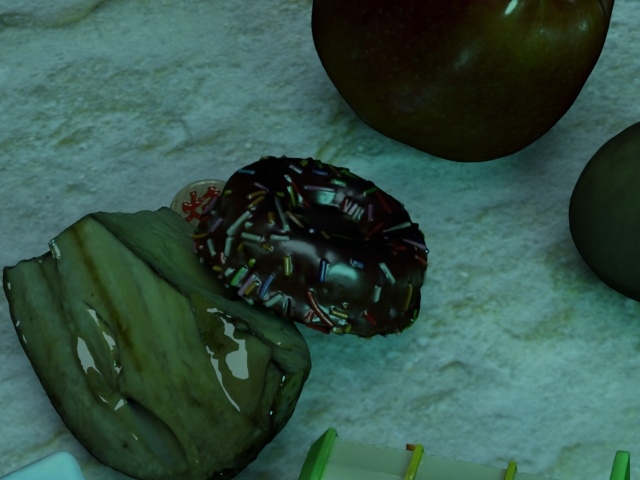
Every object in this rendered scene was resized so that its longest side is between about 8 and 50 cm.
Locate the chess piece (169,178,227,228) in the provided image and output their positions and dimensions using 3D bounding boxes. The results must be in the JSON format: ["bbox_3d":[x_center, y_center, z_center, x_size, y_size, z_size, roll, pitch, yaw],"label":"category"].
[{"bbox_3d":[-0.114,-0.023,1.491,0.083,0.038,0.083,-2,53,3],"label":"chess piece"}]

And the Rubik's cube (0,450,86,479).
[{"bbox_3d":[-0.236,0.398,1.022,0.316,0.319,0.322,-22,57,-15],"label":"Rubik's cube"}]

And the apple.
[{"bbox_3d":[0.143,-0.230,1.458,0.288,0.317,0.288,10,65,-21],"label":"apple"}]

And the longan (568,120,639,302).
[{"bbox_3d":[0.349,-0.022,1.379,0.220,0.196,0.196,28,60,26],"label":"longan"}]

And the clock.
[{"bbox_3d":[0.118,0.245,1.186,0.255,0.220,0.106,9,54,18],"label":"clock"}]

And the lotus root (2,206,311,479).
[{"bbox_3d":[-0.142,0.095,1.359,0.210,0.142,0.314,-45,63,15],"label":"lotus root"}]

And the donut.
[{"bbox_3d":[0.000,0.000,1.384,0.235,0.089,0.235,19,28,-10],"label":"donut"}]
